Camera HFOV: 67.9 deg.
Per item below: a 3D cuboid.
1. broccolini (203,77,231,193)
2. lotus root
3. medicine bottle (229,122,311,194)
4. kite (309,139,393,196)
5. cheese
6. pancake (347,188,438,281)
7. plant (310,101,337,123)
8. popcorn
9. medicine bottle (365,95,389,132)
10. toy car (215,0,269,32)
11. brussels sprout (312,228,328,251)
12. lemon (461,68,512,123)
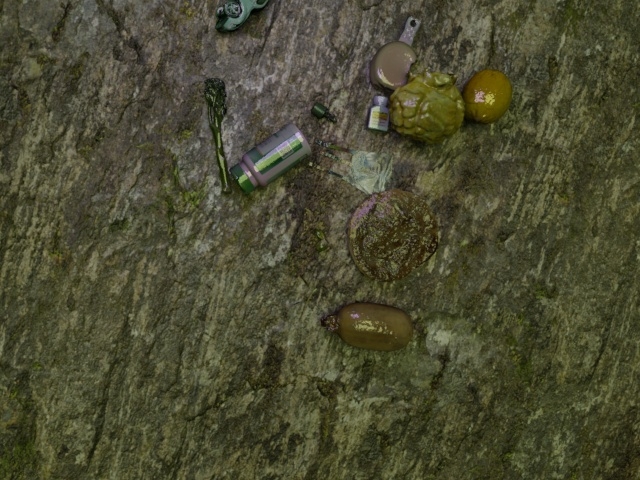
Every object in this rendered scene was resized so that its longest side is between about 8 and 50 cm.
[{"bbox_3d":[-0.337,-0.357,1.627,0.078,0.074,0.392,-9,95,0],"label":"broccolini"},{"bbox_3d":[0.171,0.310,1.723,0.342,0.151,0.169,9,93,-12],"label":"lotus root"},{"bbox_3d":[-0.174,-0.275,1.631,0.274,0.133,0.133,-36,99,-4],"label":"medicine bottle"},{"bbox_3d":[0.113,-0.262,1.733,0.309,0.015,0.169,12,94,-10],"label":"kite"},{"bbox_3d":[0.282,-0.658,1.688,0.163,0.082,0.286,26,90,-11],"label":"cheese"},{"bbox_3d":[0.266,-0.022,1.754,0.356,0.065,0.356,-1,97,-9],"label":"pancake"},{"bbox_3d":[0.017,-0.446,1.685,0.102,0.051,0.051,29,90,-15],"label":"plant"},{"bbox_3d":[0.366,-0.451,1.629,0.270,0.224,0.258,-34,130,-5],"label":"popcorn"},{"bbox_3d":[0.209,-0.453,1.709,0.074,0.055,0.118,9,93,-8],"label":"medicine bottle"},{"bbox_3d":[-0.236,-0.814,1.577,0.125,0.136,0.306,27,92,-31],"label":"toy car"},{"bbox_3d":[0.001,-0.001,1.724,0.051,0.046,0.083,-12,96,-13],"label":"brussels sprout"},{"bbox_3d":[0.591,-0.514,1.702,0.180,0.180,0.193,0,96,-8],"label":"lemon"}]
